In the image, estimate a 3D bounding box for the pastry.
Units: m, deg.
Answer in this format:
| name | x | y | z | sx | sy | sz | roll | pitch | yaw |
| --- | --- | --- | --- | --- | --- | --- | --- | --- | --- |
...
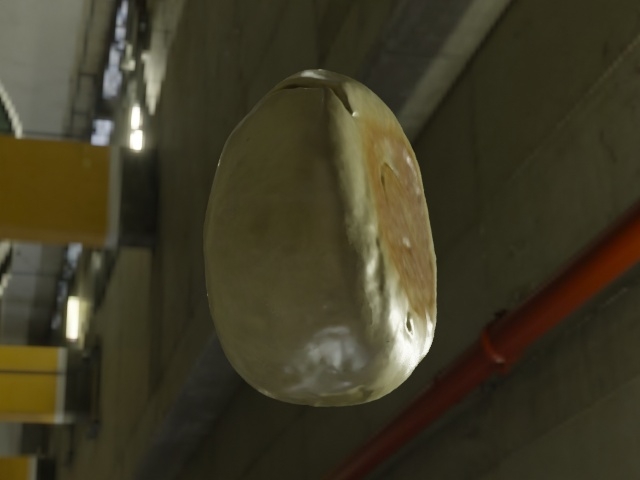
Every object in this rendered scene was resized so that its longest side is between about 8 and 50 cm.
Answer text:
| name | x | y | z | sx | sy | sz | roll | pitch | yaw |
| --- | --- | --- | --- | --- | --- | --- | --- | --- | --- |
| pastry | 0.000 | 0.000 | 0.576 | 0.156 | 0.092 | 0.156 | -9 | 90 | -78 |
